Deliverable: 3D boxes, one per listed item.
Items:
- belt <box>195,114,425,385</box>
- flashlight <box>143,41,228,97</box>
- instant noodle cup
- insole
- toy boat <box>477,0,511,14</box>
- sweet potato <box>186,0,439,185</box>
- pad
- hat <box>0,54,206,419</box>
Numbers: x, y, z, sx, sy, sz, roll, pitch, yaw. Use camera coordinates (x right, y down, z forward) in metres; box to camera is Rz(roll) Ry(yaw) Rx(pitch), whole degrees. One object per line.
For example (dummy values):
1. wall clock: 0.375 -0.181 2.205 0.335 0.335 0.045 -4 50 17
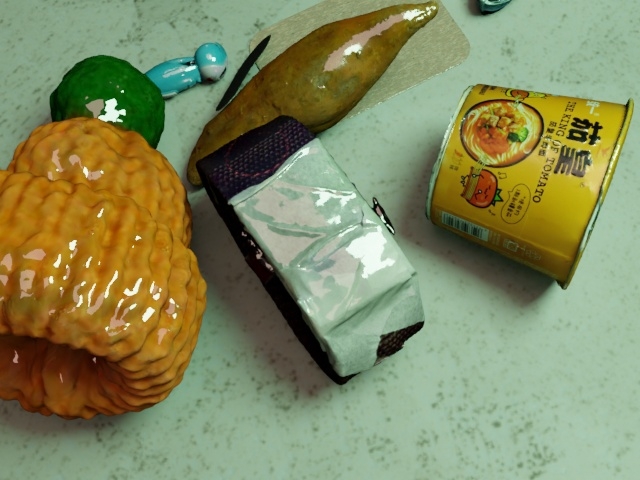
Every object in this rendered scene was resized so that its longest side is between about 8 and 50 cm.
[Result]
1. belt: 0.000 0.000 0.752 0.164 0.184 0.289 -32 79 -14
2. flashlight: -0.181 -0.218 0.897 0.129 0.051 0.051 -19 72 0
3. instant noodle cup: 0.224 -0.072 0.765 0.172 0.215 0.215 19 73 17
4. insole: -0.096 -0.214 0.876 0.002 0.053 0.152 43 45 -24
5. toy boat: 0.249 -0.358 0.924 0.060 0.061 0.137 37 77 12
6. sweet potato: -0.015 -0.184 0.841 0.359 0.112 0.112 -30 72 17
7. pad: 0.052 -0.259 0.927 0.266 0.002 0.176 -27 73 -7
8. hat: -0.241 -0.013 0.770 0.285 0.285 0.400 9 45 4
